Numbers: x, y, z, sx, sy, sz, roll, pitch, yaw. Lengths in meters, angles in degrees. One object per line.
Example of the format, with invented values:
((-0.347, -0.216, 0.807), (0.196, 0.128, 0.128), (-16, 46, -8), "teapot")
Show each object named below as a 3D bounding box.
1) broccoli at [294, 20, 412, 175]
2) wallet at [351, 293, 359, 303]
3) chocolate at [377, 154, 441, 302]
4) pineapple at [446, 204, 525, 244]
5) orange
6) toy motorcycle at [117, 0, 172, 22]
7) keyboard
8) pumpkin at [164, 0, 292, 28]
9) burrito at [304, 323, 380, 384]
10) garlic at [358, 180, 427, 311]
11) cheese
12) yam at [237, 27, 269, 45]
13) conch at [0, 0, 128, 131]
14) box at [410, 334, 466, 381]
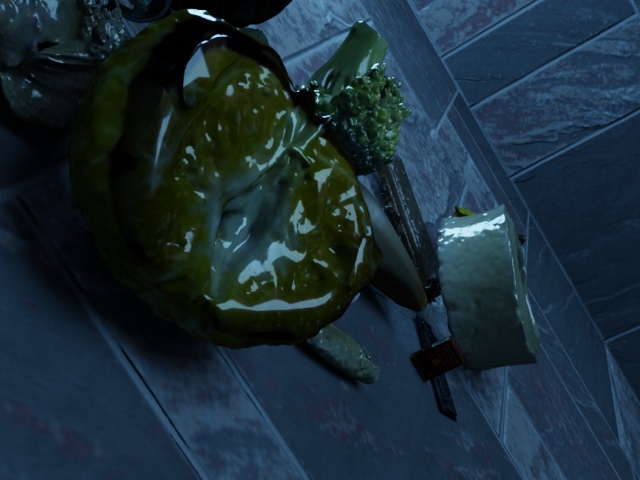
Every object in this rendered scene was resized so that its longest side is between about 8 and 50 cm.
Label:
((0.025, -0.229, 1.402), (0.247, 0.243, 0.263), (24, -7, 8), "broccoli")
((-0.018, 0.055, 1.234), (0.124, 0.032, 0.183), (40, 18, 14), "wallet")
((0.177, -0.035, 1.793), (0.102, 0.065, 0.329), (22, 46, -60), "chocolate")
((0.367, 0.017, 2.006), (0.114, 0.186, 0.236), (56, -8, 44), "pineapple")
((-0.117, -0.042, 0.909), (0.369, 0.210, 0.271), (51, 51, -37), "orange")
((-0.260, -0.406, 1.071), (0.296, 0.198, 0.109), (49, 19, -32), "toy motorcycle")
((0.211, 0.228, 1.611), (0.074, 0.015, 0.196), (38, 32, -47), "keyboard")
((-0.148, -0.409, 1.346), (0.248, 0.248, 0.248), (48, 25, -31), "pumpkin")
((0.021, 0.146, 1.234), (0.188, 0.045, 0.058), (37, 16, -42), "burrito")
((0.083, 0.005, 1.457), (0.318, 0.112, 0.143), (45, 2, -38), "garlic")
((0.340, 0.105, 1.776), (0.332, 0.153, 0.292), (57, 27, -55), "cheese")
((-0.138, -0.232, 1.258), (0.106, 0.106, 0.259), (53, 23, -22), "yam")
((-0.275, -0.201, 0.910), (0.245, 0.163, 0.178), (-72, 165, -84), "conch")
((0.202, 0.202, 1.527), (0.051, 0.082, 0.023), (59, 20, -6), "box")
